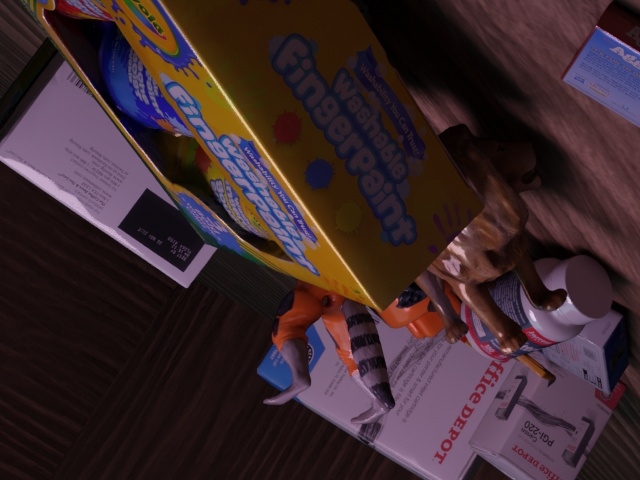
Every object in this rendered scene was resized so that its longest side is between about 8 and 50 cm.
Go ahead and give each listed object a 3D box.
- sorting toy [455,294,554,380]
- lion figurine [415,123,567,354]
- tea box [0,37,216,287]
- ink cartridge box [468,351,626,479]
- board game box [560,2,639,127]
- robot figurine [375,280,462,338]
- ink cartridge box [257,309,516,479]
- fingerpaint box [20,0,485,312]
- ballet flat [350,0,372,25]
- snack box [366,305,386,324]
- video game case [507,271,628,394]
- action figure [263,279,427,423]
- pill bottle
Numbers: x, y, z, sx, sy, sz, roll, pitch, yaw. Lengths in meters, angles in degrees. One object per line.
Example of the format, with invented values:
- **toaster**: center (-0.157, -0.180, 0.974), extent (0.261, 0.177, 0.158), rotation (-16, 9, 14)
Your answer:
- **sorting toy**: center (0.210, 0.122, 2.235), extent (0.347, 0.047, 0.196), rotation (40, -174, 36)
- **lion figurine**: center (0.143, -0.004, 1.635), extent (0.240, 0.142, 0.392), rotation (52, 161, -10)
- **tea box**: center (-0.278, -0.141, 2.068), extent (0.329, 0.220, 0.323), rotation (36, -178, -20)
- **ink cartridge box**: center (0.356, 0.276, 2.271), extent (0.158, 0.218, 0.092), rotation (37, 170, -24)
- **board game box**: center (0.330, -0.085, 1.153), extent (0.281, 0.027, 0.145), rotation (32, 172, 4)
- **robot figurine**: center (0.108, 0.039, 2.088), extent (0.219, 0.128, 0.158), rotation (53, -159, -6)
- **ink cartridge box**: center (0.139, 0.218, 2.474), extent (0.395, 0.285, 0.166), rotation (30, 171, 18)
- **fingerpaint box**: center (-0.100, -0.168, 1.412), extent (0.371, 0.163, 0.445), rotation (19, 149, 57)
- **ballet flat**: center (0.015, -0.201, 1.470), extent (0.070, 0.070, 0.188), rotation (31, 170, 10)
- **snack box**: center (0.000, 0.000, 2.306), extent (0.322, 0.060, 0.187), rotation (43, 179, -12)
- **video game case**: center (0.308, 0.100, 2.018), extent (0.244, 0.061, 0.269), rotation (30, 170, 21)
- **action figure**: center (0.056, 0.054, 1.778), extent (0.341, 0.330, 0.178), rotation (15, 161, -39)
- **pill bottle**: center (0.269, 0.080, 1.798), extent (0.108, 0.108, 0.180), rotation (36, 146, -20)
